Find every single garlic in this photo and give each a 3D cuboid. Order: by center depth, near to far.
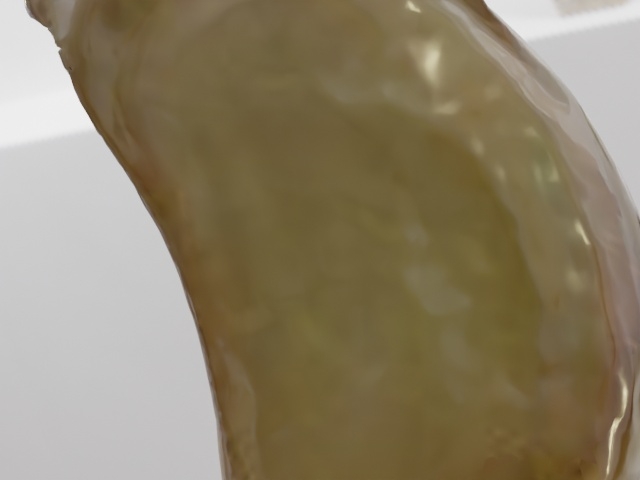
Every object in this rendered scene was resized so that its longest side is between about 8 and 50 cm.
[{"bbox_3d":[0.007,-0.014,0.570,0.151,0.196,0.339,-26,-97,53],"label":"garlic"}]
